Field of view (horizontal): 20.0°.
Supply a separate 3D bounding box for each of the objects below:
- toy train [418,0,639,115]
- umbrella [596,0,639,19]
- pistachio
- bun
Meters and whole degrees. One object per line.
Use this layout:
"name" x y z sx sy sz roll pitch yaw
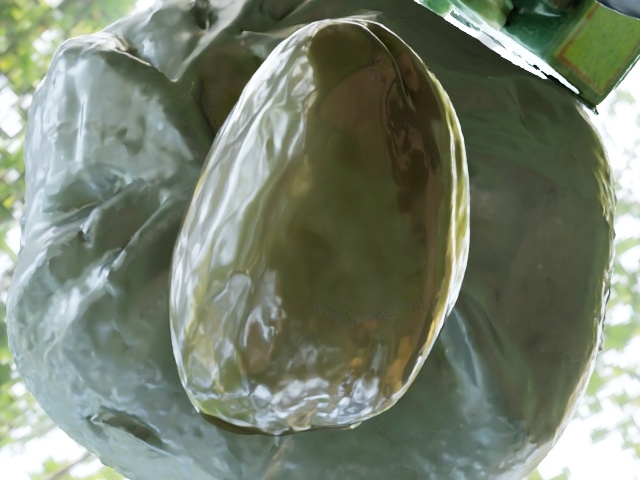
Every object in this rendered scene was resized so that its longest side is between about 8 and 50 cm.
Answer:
"toy train" 0.115 -0.212 1.186 0.188 0.159 0.272 33 -173 -42
"umbrella" 0.188 -0.058 0.616 0.250 0.052 0.053 22 -128 5
"pistachio" 0.000 0.000 0.694 0.108 0.185 0.126 -13 -130 -39
"bun" 0.000 -0.012 0.976 0.354 0.194 0.354 0 -124 0
